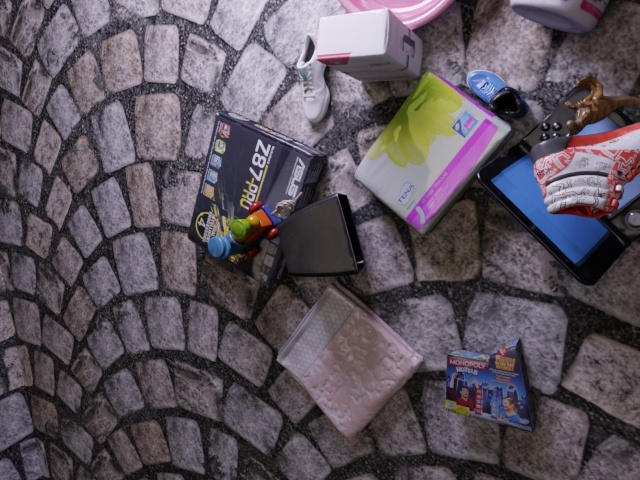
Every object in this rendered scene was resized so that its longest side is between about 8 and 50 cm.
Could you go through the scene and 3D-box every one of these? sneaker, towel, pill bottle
[{"bbox_3d":[0.518,-0.118,0.823,0.270,0.090,0.144,-9,78,8],"label":"sneaker"},{"bbox_3d":[0.360,-0.304,0.976,0.152,0.085,0.058,47,118,15],"label":"sneaker"},{"bbox_3d":[0.062,0.322,1.276,0.317,0.053,0.331,42,117,17],"label":"towel"},{"bbox_3d":[-0.027,-0.403,1.175,0.080,0.094,0.212,9,103,27],"label":"sneaker"},{"bbox_3d":[0.471,-0.532,0.829,0.160,0.160,0.283,30,112,22],"label":"pill bottle"}]

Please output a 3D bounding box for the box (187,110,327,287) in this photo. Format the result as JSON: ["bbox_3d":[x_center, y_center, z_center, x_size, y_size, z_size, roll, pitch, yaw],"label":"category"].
[{"bbox_3d":[-0.190,-0.115,1.318,0.318,0.097,0.394,28,112,19],"label":"box"}]

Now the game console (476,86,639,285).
[{"bbox_3d":[0.494,-0.111,0.882,0.293,0.173,0.250,49,118,13],"label":"game console"}]

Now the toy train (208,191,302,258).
[{"bbox_3d":[-0.165,-0.044,1.182,0.248,0.143,0.105,-39,82,29],"label":"toy train"}]

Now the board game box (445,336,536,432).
[{"bbox_3d":[0.391,0.311,1.080,0.194,0.060,0.194,5,100,29],"label":"board game box"}]

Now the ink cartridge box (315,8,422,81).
[{"bbox_3d":[0.112,-0.412,1.022,0.159,0.218,0.092,8,97,28],"label":"ink cartridge box"}]

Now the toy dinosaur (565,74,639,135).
[{"bbox_3d":[0.519,-0.251,0.876,0.212,0.064,0.112,-24,86,-11],"label":"toy dinosaur"}]

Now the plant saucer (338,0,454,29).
[{"bbox_3d":[0.170,-0.620,0.994,0.332,0.084,0.332,14,122,23],"label":"plant saucer"}]

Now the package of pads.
[{"bbox_3d":[0.238,-0.191,1.056,0.229,0.101,0.296,43,116,16],"label":"package of pads"}]

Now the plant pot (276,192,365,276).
[{"bbox_3d":[0.000,0.000,1.150,0.167,0.187,0.188,-16,91,11],"label":"plant pot"}]
